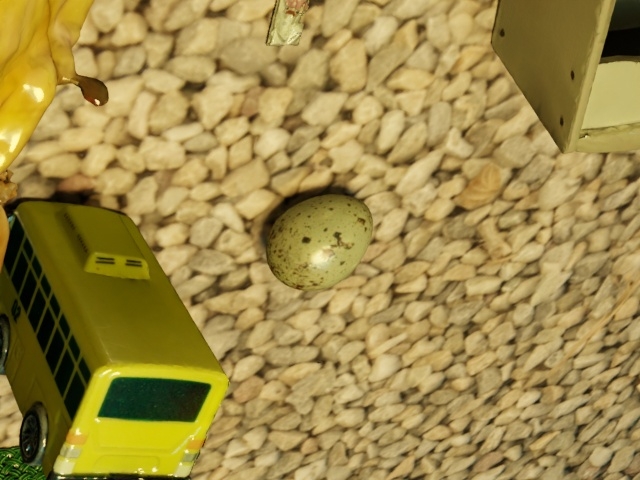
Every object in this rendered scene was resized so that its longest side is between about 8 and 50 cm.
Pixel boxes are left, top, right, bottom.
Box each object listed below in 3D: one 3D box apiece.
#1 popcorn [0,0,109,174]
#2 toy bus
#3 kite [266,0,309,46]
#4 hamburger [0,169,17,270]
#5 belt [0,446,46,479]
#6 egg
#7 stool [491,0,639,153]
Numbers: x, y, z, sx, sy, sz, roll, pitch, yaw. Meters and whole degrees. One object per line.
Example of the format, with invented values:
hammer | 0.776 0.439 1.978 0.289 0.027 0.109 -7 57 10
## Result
popcorn | -0.296 -0.191 0.733 0.382 0.349 0.349 23 125 3
toy bus | -0.188 0.079 1.061 0.128 0.262 0.150 8 118 -34
kite | 0.015 -0.305 0.981 0.406 0.014 0.368 -4 131 -26
hamburger | -0.362 0.019 0.974 0.286 0.146 0.243 -34 136 -10
belt | -0.303 0.277 1.311 0.151 0.079 0.121 1 129 -30
egg | 0.000 0.000 1.211 0.110 0.085 0.085 -40 139 -11
stool | 0.303 -0.233 1.076 0.244 0.170 0.269 -9 135 -15
